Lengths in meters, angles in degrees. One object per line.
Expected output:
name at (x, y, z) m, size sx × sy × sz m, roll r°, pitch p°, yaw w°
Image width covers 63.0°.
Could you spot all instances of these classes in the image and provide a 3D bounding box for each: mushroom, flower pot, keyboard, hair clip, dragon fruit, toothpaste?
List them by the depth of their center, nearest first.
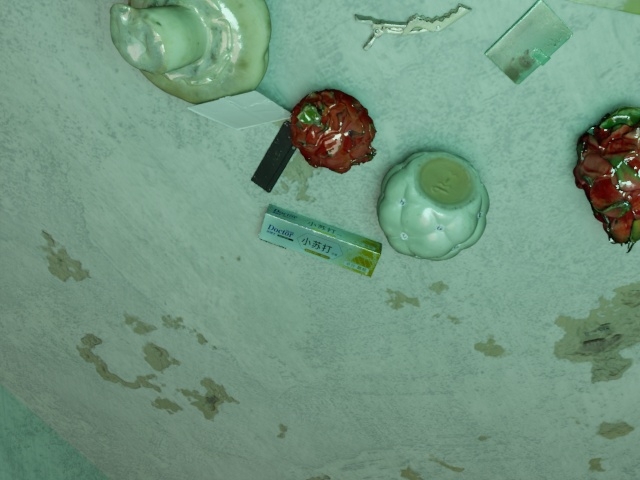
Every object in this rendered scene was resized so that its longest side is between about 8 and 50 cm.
mushroom at (-0.258, -0.384, 0.974) m, size 0.314 × 0.336 × 0.314 m, roll 8°, pitch 121°, yaw 14°
hair clip at (0.184, -0.423, 1.036) m, size 0.226 × 0.034 × 0.072 m, roll -2°, pitch 127°, yaw 11°
dragon fruit at (0.614, -0.117, 1.046) m, size 0.234 × 0.234 × 0.293 m, roll 3°, pitch 121°, yaw 10°
dragon fruit at (0.023, -0.234, 1.118) m, size 0.172 × 0.172 × 0.209 m, roll -31°, pitch 133°, yaw 29°
flower pot at (0.243, -0.076, 1.138) m, size 0.246 × 0.246 × 0.195 m, roll 15°, pitch 151°, yaw 2°
keyboard at (-0.104, -0.200, 1.263) m, size 0.060 × 0.018 × 0.195 m, roll 35°, pitch 124°, yaw -4°
toothpaste at (0.000, 0.000, 1.350) m, size 0.313 × 0.071 × 0.089 m, roll 20°, pitch 122°, yaw -1°

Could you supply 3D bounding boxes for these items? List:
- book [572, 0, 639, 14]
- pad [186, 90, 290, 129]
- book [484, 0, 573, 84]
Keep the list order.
book at (0.566, -0.516, 0.890) m, size 0.352 × 0.035 × 0.239 m, roll 14°, pitch 123°, yaw 3°
pad at (-0.163, -0.274, 1.114) m, size 0.156 × 0.232 × 0.004 m, roll -8°, pitch 88°, yaw 17°
book at (0.410, -0.384, 1.024) m, size 0.103 × 0.017 × 0.135 m, roll 38°, pitch 124°, yaw -14°
